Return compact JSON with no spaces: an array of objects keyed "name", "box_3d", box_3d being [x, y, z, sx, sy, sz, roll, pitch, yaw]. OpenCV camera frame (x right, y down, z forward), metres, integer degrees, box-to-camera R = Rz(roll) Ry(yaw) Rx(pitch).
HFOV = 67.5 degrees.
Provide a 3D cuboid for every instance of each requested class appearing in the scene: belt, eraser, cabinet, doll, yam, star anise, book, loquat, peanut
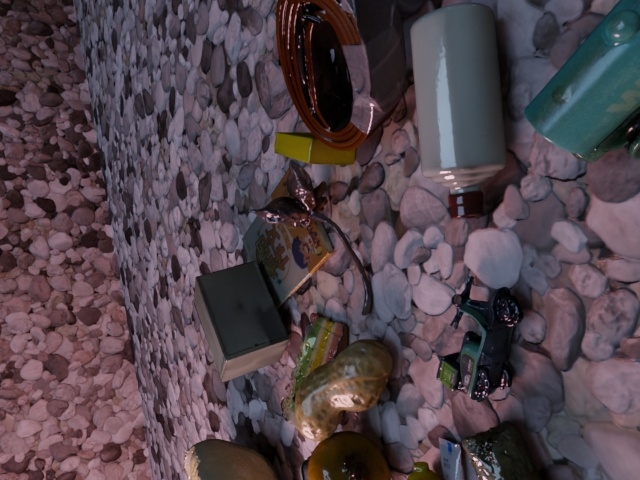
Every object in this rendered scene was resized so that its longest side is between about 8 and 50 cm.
[{"name":"belt","box_3d":[0.031,-0.257,0.686,0.184,0.105,0.261,31,146,28]},{"name":"eraser","box_3d":[-0.011,-0.165,0.848,0.122,0.097,0.045,27,117,51]},{"name":"cabinet","box_3d":[-0.186,0.182,1.088,0.206,0.145,0.150,63,153,25]},{"name":"doll","box_3d":[0.160,0.424,0.726,0.062,0.106,0.162,-4,101,20]},{"name":"yam","box_3d":[0.248,0.324,0.597,0.078,0.078,0.179,-43,61,49]},{"name":"star anise","box_3d":[0.000,0.000,0.836,0.227,0.148,0.218,45,155,40]},{"name":"book","box_3d":[-0.083,0.009,1.046,0.295,0.020,0.208,-48,59,47]},{"name":"loquat","box_3d":[0.049,0.411,0.835,0.163,0.137,0.163,177,90,-70]},{"name":"peanut","box_3d":[0.033,0.256,0.824,0.229,0.098,0.103,-43,40,22]}]

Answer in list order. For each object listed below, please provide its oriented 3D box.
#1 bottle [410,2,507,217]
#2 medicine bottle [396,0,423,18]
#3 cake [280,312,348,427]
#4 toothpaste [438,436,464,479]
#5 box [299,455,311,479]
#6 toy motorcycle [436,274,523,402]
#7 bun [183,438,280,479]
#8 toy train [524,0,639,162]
[{"name":"bottle","box_3d":[0.171,-0.150,0.592,0.104,0.104,0.245,-2,95,54]},{"name":"medicine bottle","box_3d":[0.059,-0.353,0.726,0.203,0.083,0.083,4,99,52]},{"name":"cake","box_3d":[0.006,0.262,0.952,0.109,0.090,0.225,18,92,54]},{"name":"toothpaste","box_3d":[0.204,0.395,0.713,0.048,0.031,0.190,-14,81,64]},{"name":"box","box_3d":[0.017,0.486,0.945,0.069,0.084,0.122,-17,83,46]},{"name":"toy motorcycle","box_3d":[0.210,0.132,0.633,0.100,0.058,0.173,34,125,53]},{"name":"bun","box_3d":[-0.188,0.646,1.152,0.364,0.202,0.364,28,123,54]},{"name":"toy train","box_3d":[0.284,-0.164,0.393,0.248,0.159,0.101,-59,46,43]}]
